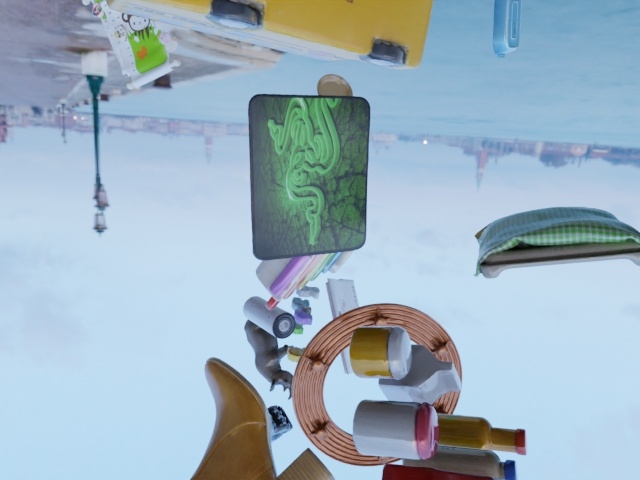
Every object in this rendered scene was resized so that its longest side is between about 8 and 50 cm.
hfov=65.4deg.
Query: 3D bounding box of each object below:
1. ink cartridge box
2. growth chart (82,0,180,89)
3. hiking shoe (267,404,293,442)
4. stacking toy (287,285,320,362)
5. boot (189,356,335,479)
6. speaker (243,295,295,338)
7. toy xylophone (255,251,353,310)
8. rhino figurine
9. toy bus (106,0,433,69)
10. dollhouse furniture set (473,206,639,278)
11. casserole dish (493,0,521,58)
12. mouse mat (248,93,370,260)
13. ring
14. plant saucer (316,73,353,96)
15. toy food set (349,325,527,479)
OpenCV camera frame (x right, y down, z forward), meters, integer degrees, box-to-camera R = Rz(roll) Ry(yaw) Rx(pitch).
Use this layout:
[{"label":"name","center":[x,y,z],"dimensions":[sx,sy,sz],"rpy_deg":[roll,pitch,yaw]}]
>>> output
[{"label":"ink cartridge box","center":[0.067,0.251,1.470],"dimensions":[0.060,0.275,0.239],"rpy_deg":[-16,168,21]},{"label":"growth chart","center":[-0.392,-0.443,1.045],"dimensions":[0.172,0.237,0.021],"rpy_deg":[-24,-176,27]},{"label":"hiking shoe","center":[-0.192,0.524,1.388],"dimensions":[0.113,0.132,0.304],"rpy_deg":[47,-178,38]},{"label":"stacking toy","center":[-0.049,0.167,1.190],"dimensions":[0.052,0.167,0.221],"rpy_deg":[9,-169,-8]},{"label":"boot","center":[-0.145,0.313,0.693],"dimensions":[0.211,0.104,0.295],"rpy_deg":[-38,-129,-24]},{"label":"speaker","center":[-0.108,0.156,1.028],"dimensions":[0.055,0.055,0.136],"rpy_deg":[-5,-169,-34]},{"label":"toy xylophone","center":[0.000,0.000,0.950],"dimensions":[0.081,0.236,0.322],"rpy_deg":[41,-154,12]},{"label":"rhino figurine","center":[-0.123,0.296,1.296],"dimensions":[0.106,0.243,0.073],"rpy_deg":[-14,159,-23]},{"label":"toy bus","center":[-0.041,-0.264,0.532],"dimensions":[0.332,0.108,0.130],"rpy_deg":[2,-167,-30]},{"label":"dollhouse furniture set","center":[0.309,-0.060,0.521],"dimensions":[0.301,0.151,0.197],"rpy_deg":[-7,-177,19]},{"label":"casserole dish","center":[0.497,-0.581,1.320],"dimensions":[0.037,0.188,0.114],"rpy_deg":[14,-154,40]},{"label":"mouse mat","center":[-0.010,-0.073,0.587],"dimensions":[0.152,0.190,0.007],"rpy_deg":[-6,-166,-24]},{"label":"ring","center":[0.114,0.282,0.944],"dimensions":[0.336,0.337,0.032],"rpy_deg":[1,-168,-11]},{"label":"plant saucer","center":[0.029,-0.314,1.065],"dimensions":[0.083,0.083,0.015],"rpy_deg":[-1,168,-22]},{"label":"toy food set","center":[0.108,0.158,0.418],"dimensions":[0.104,0.232,0.111],"rpy_deg":[-5,-133,25]}]
